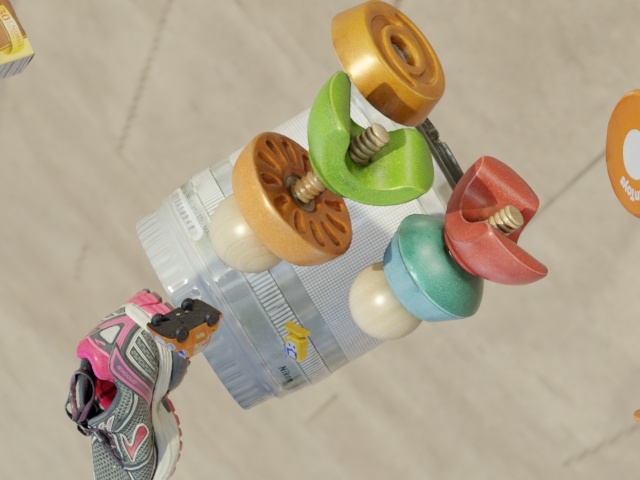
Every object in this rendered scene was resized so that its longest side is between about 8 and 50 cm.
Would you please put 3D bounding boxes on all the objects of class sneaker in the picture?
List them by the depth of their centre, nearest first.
[{"bbox_3d":[-0.222,0.180,2.032,0.121,0.112,0.299,36,140,27],"label":"sneaker"}]

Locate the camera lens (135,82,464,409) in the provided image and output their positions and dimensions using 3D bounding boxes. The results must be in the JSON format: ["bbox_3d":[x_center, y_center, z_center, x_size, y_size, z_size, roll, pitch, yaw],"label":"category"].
[{"bbox_3d":[0.000,0.000,1.710,0.219,0.274,0.219,60,180,1],"label":"camera lens"}]

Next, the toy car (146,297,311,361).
[{"bbox_3d":[-0.072,0.083,1.464,0.122,0.060,0.040,16,125,23],"label":"toy car"}]

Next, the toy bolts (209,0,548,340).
[{"bbox_3d":[0.036,-0.034,1.383,0.228,0.218,0.158,39,123,-24],"label":"toy bolts"}]

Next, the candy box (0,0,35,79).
[{"bbox_3d":[-0.390,-0.196,1.867,0.109,0.187,0.053,63,147,8],"label":"candy box"}]

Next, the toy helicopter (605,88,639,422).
[{"bbox_3d":[0.296,0.062,1.145,0.355,0.140,0.235,-128,39,-54],"label":"toy helicopter"}]
